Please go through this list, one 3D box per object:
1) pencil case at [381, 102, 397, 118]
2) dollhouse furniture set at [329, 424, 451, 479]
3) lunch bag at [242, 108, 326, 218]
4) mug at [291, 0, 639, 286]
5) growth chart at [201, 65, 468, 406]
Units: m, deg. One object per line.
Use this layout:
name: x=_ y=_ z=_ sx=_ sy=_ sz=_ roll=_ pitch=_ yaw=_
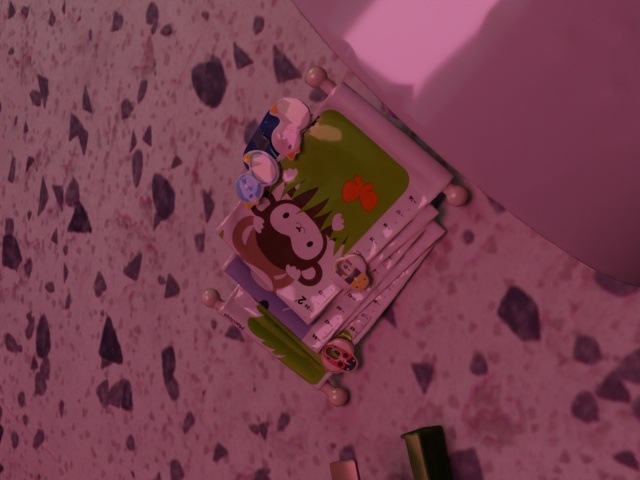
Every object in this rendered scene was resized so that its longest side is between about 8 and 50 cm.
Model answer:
pencil case: x=0.036 y=-0.181 z=0.666 sx=0.088 sy=0.086 sz=0.206 roll=-40 pitch=60 yaw=11
dollhouse furniture set: x=0.024 y=0.185 z=0.674 sx=0.151 sy=0.076 sz=0.059 roll=-19 pitch=78 yaw=34
lunch bag: x=-0.016 y=-0.059 z=0.725 sx=0.098 sy=0.065 sz=0.067 roll=51 pitch=124 yaw=34
mug: x=0.181 y=-0.159 z=0.348 sx=0.328 sy=0.276 sz=0.374 roll=-48 pitch=30 yaw=23
growth chart: x=0.000 y=0.000 z=0.686 sx=0.172 sy=0.021 sz=0.237 roll=32 pitch=116 yaw=5
